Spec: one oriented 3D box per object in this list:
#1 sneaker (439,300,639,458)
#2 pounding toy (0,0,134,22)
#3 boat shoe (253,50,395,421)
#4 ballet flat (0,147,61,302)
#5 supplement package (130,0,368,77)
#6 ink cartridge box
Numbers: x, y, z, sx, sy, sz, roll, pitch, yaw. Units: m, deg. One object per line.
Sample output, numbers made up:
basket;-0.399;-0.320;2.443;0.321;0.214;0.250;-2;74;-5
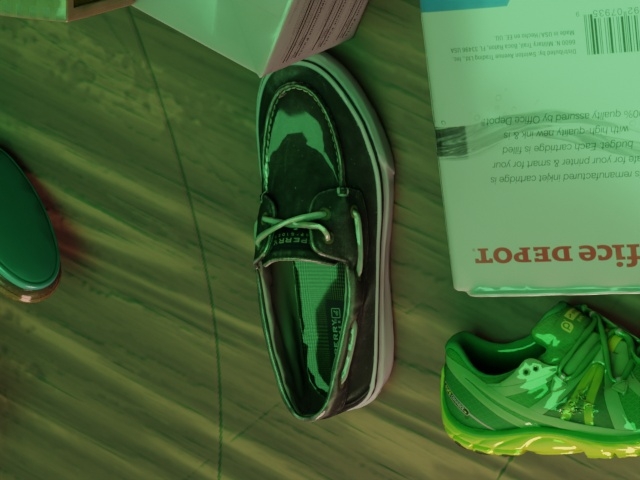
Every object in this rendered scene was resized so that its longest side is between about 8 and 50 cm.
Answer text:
sneaker;0.232;0.114;1.641;0.296;0.109;0.123;-7;105;26
pounding toy;-0.190;-0.244;1.486;0.100;0.130;0.141;9;107;21
boat shoe;0.000;0.000;1.705;0.121;0.119;0.335;-5;102;25
ballet flat;-0.373;-0.070;1.862;0.124;0.116;0.342;-38;85;41
supplement package;-0.062;-0.258;1.614;0.194;0.203;0.149;30;114;13
ink cartridge box;0.213;-0.120;1.572;0.223;0.129;0.307;-2;104;24
